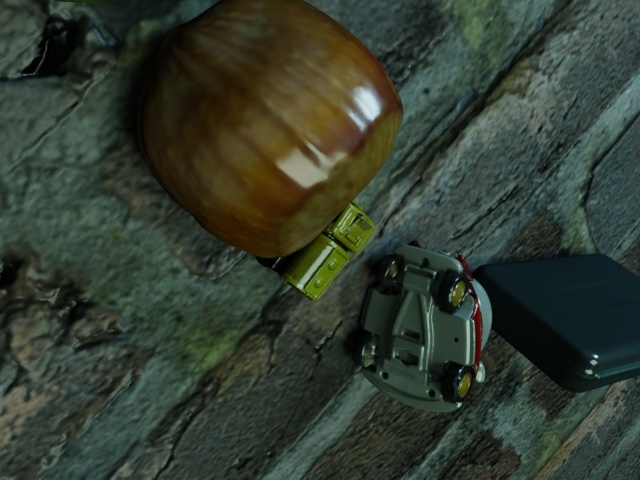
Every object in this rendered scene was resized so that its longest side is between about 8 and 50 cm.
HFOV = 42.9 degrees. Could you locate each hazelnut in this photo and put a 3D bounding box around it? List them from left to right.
[{"bbox_3d":[-0.033,-0.072,0.500,0.150,0.150,0.150,-21,128,-30],"label":"hazelnut"}]

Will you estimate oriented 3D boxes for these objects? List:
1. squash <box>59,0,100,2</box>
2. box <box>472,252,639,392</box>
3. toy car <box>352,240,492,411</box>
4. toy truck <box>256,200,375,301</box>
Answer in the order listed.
[{"bbox_3d":[-0.079,-0.166,0.440,0.201,0.066,0.066,-17,125,-36],"label":"squash"},{"bbox_3d":[0.268,0.075,0.812,0.230,0.160,0.050,-4,124,-39],"label":"box"},{"bbox_3d":[0.105,0.068,0.721,0.112,0.112,0.139,-16,117,-51],"label":"toy car"},{"bbox_3d":[0.000,0.000,0.615,0.083,0.054,0.049,-53,136,-2],"label":"toy truck"}]
